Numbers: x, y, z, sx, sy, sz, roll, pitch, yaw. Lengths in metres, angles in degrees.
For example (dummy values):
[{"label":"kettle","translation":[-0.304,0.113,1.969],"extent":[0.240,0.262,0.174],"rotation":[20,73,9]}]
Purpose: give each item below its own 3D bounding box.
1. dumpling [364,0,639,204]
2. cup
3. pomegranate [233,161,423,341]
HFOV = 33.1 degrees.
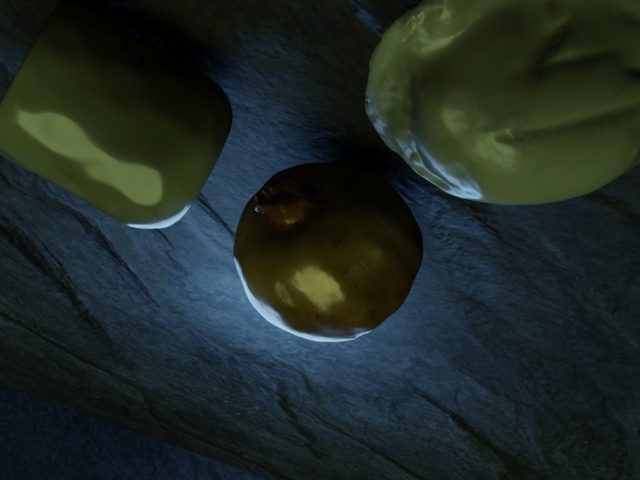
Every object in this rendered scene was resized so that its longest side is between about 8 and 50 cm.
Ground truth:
[{"label":"dumpling","translation":[0.175,-0.143,0.853],"extent":[0.175,0.243,0.226],"rotation":[46,154,43]},{"label":"cup","translation":[-0.224,-0.106,1.106],"extent":[0.202,0.173,0.255],"rotation":[29,150,-16]},{"label":"pomegranate","translation":[0.008,0.009,1.164],"extent":[0.207,0.207,0.207],"rotation":[15,152,8]}]
